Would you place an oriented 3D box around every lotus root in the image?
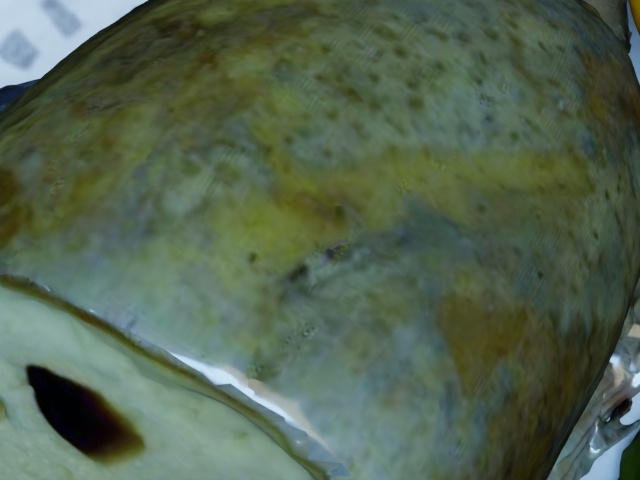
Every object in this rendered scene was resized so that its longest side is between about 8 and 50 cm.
[{"bbox_3d":[0.000,0.000,0.525,0.250,0.250,0.346,48,42,-3],"label":"lotus root"}]

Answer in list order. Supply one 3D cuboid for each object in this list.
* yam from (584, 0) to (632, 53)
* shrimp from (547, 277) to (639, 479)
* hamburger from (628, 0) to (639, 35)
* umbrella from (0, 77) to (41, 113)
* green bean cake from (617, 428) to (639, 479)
[{"bbox_3d":[0.116,-0.229,0.666,0.066,0.066,0.299,-18,113,-19],"label":"yam"},{"bbox_3d":[0.121,0.115,0.580,0.085,0.247,0.360,51,54,-30],"label":"shrimp"},{"bbox_3d":[0.278,-0.154,0.671,0.246,0.170,0.246,6,81,-41],"label":"hamburger"},{"bbox_3d":[-0.212,-0.030,0.591,0.224,0.080,0.071,-5,116,-14],"label":"umbrella"},{"bbox_3d":[0.310,0.192,0.637,0.319,0.218,0.335,39,78,-14],"label":"green bean cake"}]
